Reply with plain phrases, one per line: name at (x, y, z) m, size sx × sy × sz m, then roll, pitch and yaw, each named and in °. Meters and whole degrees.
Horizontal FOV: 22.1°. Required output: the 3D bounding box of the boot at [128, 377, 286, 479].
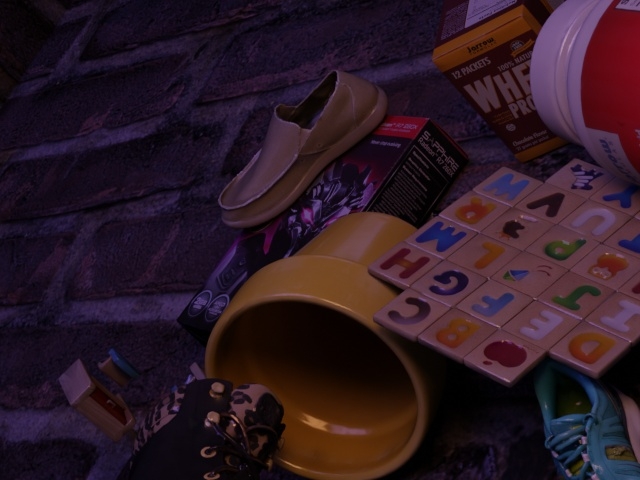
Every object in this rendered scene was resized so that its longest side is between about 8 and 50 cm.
boot at (-0.086, 0.253, 1.622) m, size 0.377 × 0.138 × 0.284 m, roll -32°, pitch 27°, yaw 31°

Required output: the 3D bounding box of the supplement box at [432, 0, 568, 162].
supplement box at (0.251, -0.239, 1.971) m, size 0.129 × 0.191 × 0.194 m, roll -23°, pitch 35°, yaw 34°

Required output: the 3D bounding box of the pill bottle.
pill bottle at (0.397, -0.153, 1.643) m, size 0.229 × 0.229 × 0.407 m, roll -51°, pitch 29°, yaw -10°

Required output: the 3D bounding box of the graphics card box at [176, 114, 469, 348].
graphics card box at (0.000, 0.000, 2.093) m, size 0.371 × 0.094 × 0.233 m, roll -55°, pitch 31°, yaw -14°

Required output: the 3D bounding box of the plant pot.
plant pot at (0.032, 0.098, 1.805) m, size 0.254 × 0.254 × 0.239 m, roll -23°, pitch 20°, yaw 34°

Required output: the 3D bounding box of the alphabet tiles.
alphabet tiles at (0.228, 0.023, 1.660) m, size 0.285 × 0.011 × 0.342 m, roll 26°, pitch 47°, yaw 36°

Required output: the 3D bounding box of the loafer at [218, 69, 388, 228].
loafer at (-0.038, -0.124, 2.108) m, size 0.268 × 0.092 × 0.102 m, roll -42°, pitch 29°, yaw 7°

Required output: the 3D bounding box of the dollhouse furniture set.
dollhouse furniture set at (-0.199, 0.203, 1.997) m, size 0.129 × 0.183 × 0.129 m, roll -45°, pitch 29°, yaw 0°

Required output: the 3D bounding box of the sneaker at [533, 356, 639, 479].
sneaker at (0.248, 0.212, 1.498) m, size 0.107 × 0.110 × 0.275 m, roll -36°, pitch 31°, yaw 16°
